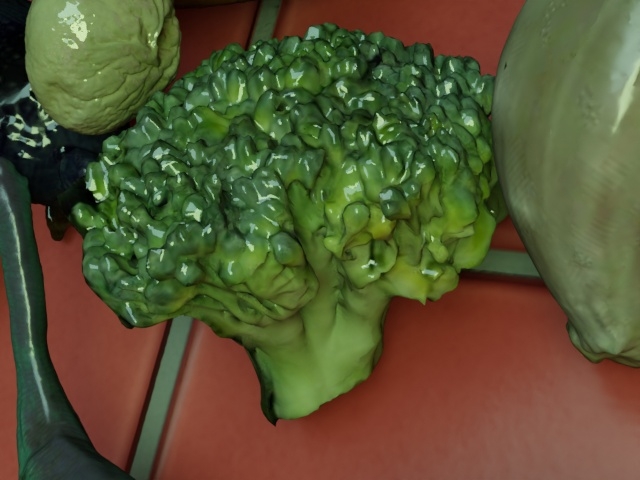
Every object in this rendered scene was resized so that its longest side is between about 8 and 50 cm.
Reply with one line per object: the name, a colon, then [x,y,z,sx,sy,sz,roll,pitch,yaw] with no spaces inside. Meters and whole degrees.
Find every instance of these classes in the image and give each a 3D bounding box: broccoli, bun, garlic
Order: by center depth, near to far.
garlic: [0.242,-0.100,0.566,0.340,0.231,0.246,-31,70,8]
broccoli: [0.000,0.000,0.635,0.288,0.245,0.248,-22,23,-18]
bun: [-0.124,-0.117,0.638,0.069,0.115,0.115,13,75,19]

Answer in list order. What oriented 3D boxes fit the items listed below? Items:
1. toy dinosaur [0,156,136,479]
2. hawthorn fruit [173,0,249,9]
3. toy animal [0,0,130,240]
toy dinosaur: [-0.119,0.142,0.568,0.383,0.129,0.330,23,117,57]
hawthorn fruit: [-0.116,-0.375,0.720,0.472,0.472,0.471,-9,66,20]
toy animal: [-0.194,-0.086,0.769,0.122,0.185,0.298,-33,76,-1]
